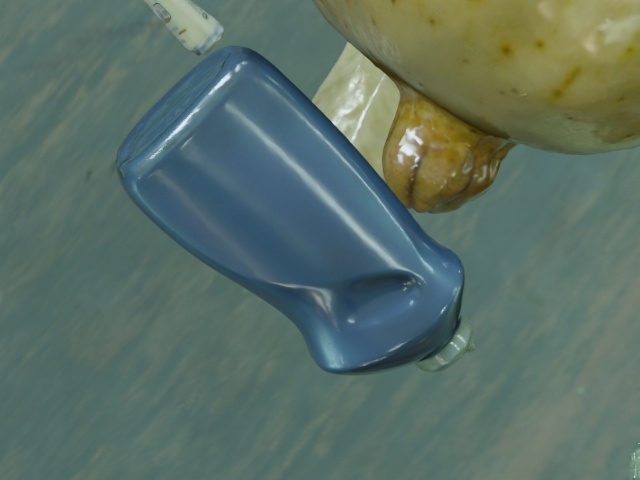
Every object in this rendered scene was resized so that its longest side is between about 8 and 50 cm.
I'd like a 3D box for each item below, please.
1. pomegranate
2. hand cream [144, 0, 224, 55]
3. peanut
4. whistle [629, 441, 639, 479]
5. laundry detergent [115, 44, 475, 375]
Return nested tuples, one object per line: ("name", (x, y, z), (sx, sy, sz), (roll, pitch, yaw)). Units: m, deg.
("pomegranate", (0.141, -0.203, 1.164), (0.410, 0.410, 0.410), (5, 74, -19))
("hand cream", (-0.149, -0.227, 1.792), (0.143, 0.061, 0.039), (42, 84, -13))
("peanut", (0.066, -0.123, 1.515), (0.111, 0.125, 0.274), (25, 87, -29))
("whistle", (0.328, 0.154, 1.356), (0.077, 0.236, 0.114), (26, 63, -57))
("laundry detergent", (0.000, 0.000, 0.957), (0.206, 0.061, 0.096), (41, 94, -22))
